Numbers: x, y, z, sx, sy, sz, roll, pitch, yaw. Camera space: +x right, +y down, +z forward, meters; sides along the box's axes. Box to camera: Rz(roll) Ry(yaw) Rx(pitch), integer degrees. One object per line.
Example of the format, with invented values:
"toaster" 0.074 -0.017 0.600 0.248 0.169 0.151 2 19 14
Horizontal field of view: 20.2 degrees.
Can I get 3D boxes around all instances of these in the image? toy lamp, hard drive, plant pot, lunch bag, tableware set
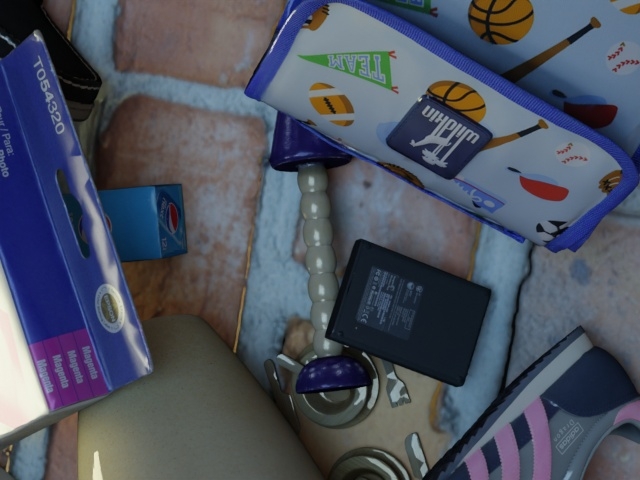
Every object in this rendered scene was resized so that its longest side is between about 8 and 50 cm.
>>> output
"toy lamp" 0.000 0.000 1.647 0.080 0.080 0.275 -10 83 19
"hard drive" 0.080 0.066 1.614 0.135 0.022 0.094 22 77 -15
"plant pot" -0.120 0.216 1.643 0.256 0.256 0.274 -30 67 18
"lunch bag" 0.156 -0.203 1.473 0.328 0.239 0.385 28 117 -7
"tableware set" 0.026 0.186 1.681 0.128 0.039 0.194 -19 87 19

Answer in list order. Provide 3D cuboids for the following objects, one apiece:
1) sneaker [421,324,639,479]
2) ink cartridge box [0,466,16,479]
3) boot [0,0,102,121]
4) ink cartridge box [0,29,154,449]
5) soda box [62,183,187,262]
"sneaker" 0.162 0.221 1.544 0.131 0.112 0.319 45 76 4
"ink cartridge box" -0.323 0.367 1.768 0.289 0.121 0.211 39 105 13
"boot" -0.295 -0.324 1.714 0.377 0.138 0.284 44 106 17
"ink cartridge box" -0.307 0.017 1.649 0.330 0.071 0.324 -29 78 51
"soda box" -0.239 -0.011 1.745 0.210 0.067 0.071 -5 92 19
